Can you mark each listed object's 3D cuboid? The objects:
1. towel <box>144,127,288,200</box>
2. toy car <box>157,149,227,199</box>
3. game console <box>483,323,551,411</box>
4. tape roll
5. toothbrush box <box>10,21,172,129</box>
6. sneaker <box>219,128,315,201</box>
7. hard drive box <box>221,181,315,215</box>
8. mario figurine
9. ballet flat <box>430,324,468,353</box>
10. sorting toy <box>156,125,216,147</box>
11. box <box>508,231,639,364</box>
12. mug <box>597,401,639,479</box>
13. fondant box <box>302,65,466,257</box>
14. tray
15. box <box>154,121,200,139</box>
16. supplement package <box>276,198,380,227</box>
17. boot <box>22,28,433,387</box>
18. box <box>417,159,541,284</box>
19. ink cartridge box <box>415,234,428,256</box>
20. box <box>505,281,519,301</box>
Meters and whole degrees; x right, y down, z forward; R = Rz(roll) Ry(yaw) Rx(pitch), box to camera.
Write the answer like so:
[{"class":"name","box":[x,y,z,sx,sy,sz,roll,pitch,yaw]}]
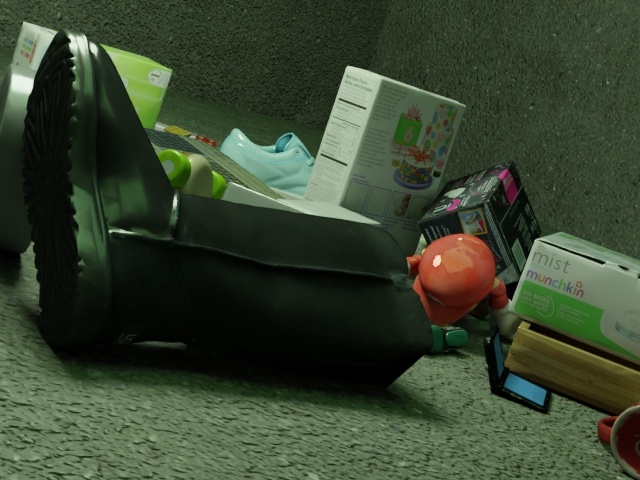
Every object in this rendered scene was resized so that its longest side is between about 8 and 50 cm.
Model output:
[{"class":"towel","box":[-0.257,-0.133,2.193,0.312,0.056,0.324,8,21,-47]},{"class":"toy car","box":[-0.258,-0.063,1.682,0.188,0.148,0.155,10,-6,20]},{"class":"game console","box":[0.265,0.169,1.553,0.071,0.107,0.122,-8,3,14]},{"class":"tape roll","box":[-0.365,-0.098,1.387,0.072,0.219,0.219,16,10,-21]},{"class":"toothbrush box","box":[-0.464,-0.285,2.273,0.283,0.206,0.122,13,12,-35]},{"class":"sneaker","box":[-0.043,-0.141,2.433,0.366,0.150,0.135,14,12,-28]},{"class":"hard drive box","box":[-0.023,0.014,1.665,0.232,0.089,0.181,22,-6,18]},{"class":"mario figurine","box":[0.199,0.091,1.827,0.198,0.170,0.320,-16,-7,10]},{"class":"ballet flat","box":[0.163,0.140,1.628,0.041,0.041,0.114,27,12,38]},{"class":"sorting toy","box":[-0.292,-0.175,2.414,0.132,0.046,0.274,18,19,-7]},{"class":"box","box":[0.443,0.088,1.730,0.262,0.126,0.231,22,11,17]},{"class":"mug","box":[0.412,0.242,1.405,0.169,0.150,0.113,-4,60,-55]},{"class":"fondant box","box":[0.104,-0.120,2.064,0.238,0.330,0.096,10,14,-46]},{"class":"tray","box":[0.480,0.217,1.674,0.411,0.076,0.203,20,10,13]},{"class":"box","box":[-0.426,-0.247,2.546,0.324,0.067,0.063,18,10,-11]},{"class":"supplement package","box":[0.000,0.000,1.868,0.105,0.105,0.179,23,11,28]},{"class":"boot","box":[-0.097,-0.029,1.306,0.445,0.367,0.146,8,-29,-33]},{"class":"box","box":[0.291,-0.020,2.092,0.142,0.163,0.247,-18,14,25]},{"class":"ink cartridge box","box":[0.188,0.000,2.370,0.235,0.056,0.171,19,10,-19]},{"class":"box","box":[0.427,0.083,2.219,0.184,0.103,0.261,19,10,-12]}]
